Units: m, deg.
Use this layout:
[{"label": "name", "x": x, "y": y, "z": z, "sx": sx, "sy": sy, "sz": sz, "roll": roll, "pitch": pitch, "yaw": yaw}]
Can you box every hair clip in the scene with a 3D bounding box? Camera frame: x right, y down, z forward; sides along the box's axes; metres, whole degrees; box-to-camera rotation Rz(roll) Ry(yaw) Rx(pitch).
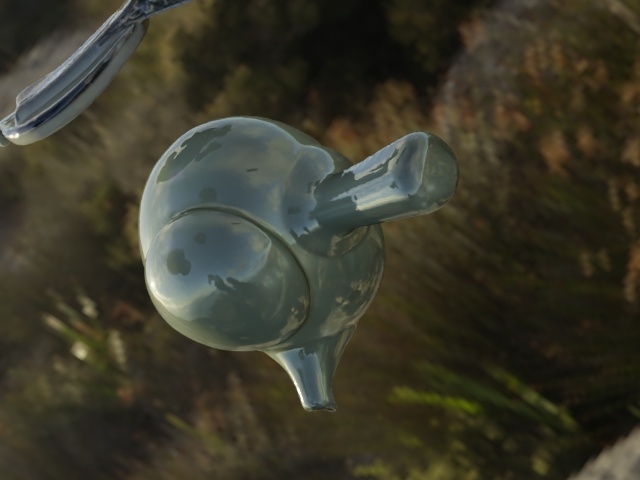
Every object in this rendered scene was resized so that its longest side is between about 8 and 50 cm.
[{"label": "hair clip", "x": -0.188, "y": -0.147, "z": 1.567, "sx": 0.220, "sy": 0.054, "sz": 0.140, "roll": -43, "pitch": 20, "yaw": 6}]

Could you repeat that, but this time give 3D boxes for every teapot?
[{"label": "teapot", "x": -0.031, "y": -0.022, "z": 1.515, "sx": 0.149, "sy": 0.220, "sz": 0.318, "roll": -62, "pitch": -2, "yaw": -45}]
